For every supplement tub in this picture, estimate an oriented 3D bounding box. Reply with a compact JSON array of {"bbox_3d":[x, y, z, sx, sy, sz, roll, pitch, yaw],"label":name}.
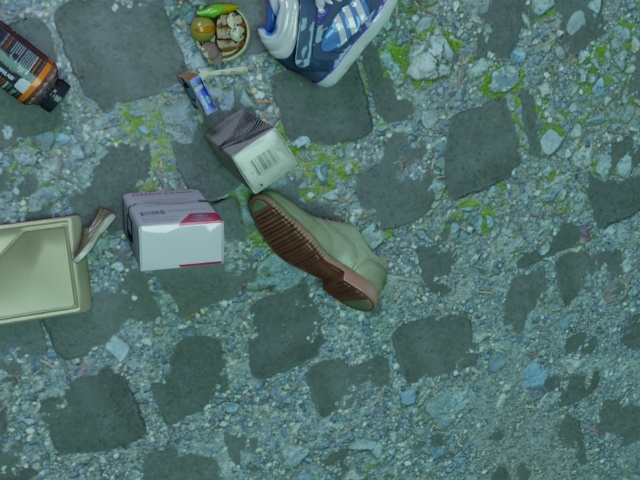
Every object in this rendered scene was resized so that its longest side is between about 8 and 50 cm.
[{"bbox_3d":[-0.589,-0.337,1.644,0.198,0.106,0.106,39,90,-26],"label":"supplement tub"}]

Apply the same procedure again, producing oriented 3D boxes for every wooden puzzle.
[{"bbox_3d":[-0.618,0.064,1.799,0.239,0.044,0.221,-10,109,-23],"label":"wooden puzzle"}]

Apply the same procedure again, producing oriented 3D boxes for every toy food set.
[{"bbox_3d":[-0.211,-0.441,1.794,0.132,0.038,0.192,-11,110,-18],"label":"toy food set"}]

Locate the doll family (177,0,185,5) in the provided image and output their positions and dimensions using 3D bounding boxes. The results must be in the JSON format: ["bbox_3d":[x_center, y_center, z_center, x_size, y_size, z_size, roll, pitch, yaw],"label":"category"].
[{"bbox_3d":[-0.255,-0.600,1.666,0.163,0.118,0.263,-31,124,-55],"label":"doll family"}]

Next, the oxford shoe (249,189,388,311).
[{"bbox_3d":[0.000,0.000,1.987,0.397,0.140,0.146,43,58,-22],"label":"oxford shoe"}]

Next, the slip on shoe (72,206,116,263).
[{"bbox_3d":[-0.492,-0.012,1.804,0.041,0.051,0.135,38,74,-11],"label":"slip on shoe"}]

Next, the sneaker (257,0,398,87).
[{"bbox_3d":[0.009,-0.510,1.805,0.236,0.130,0.323,31,99,-30],"label":"sneaker"}]

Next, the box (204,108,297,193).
[{"bbox_3d":[-0.151,-0.192,1.763,0.113,0.275,0.094,-36,115,-8],"label":"box"}]

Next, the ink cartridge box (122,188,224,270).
[{"bbox_3d":[-0.314,-0.027,1.776,0.172,0.237,0.100,-5,111,-20],"label":"ink cartridge box"}]

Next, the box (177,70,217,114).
[{"bbox_3d":[-0.257,-0.309,1.763,0.028,0.136,0.081,-31,114,-9],"label":"box"}]
